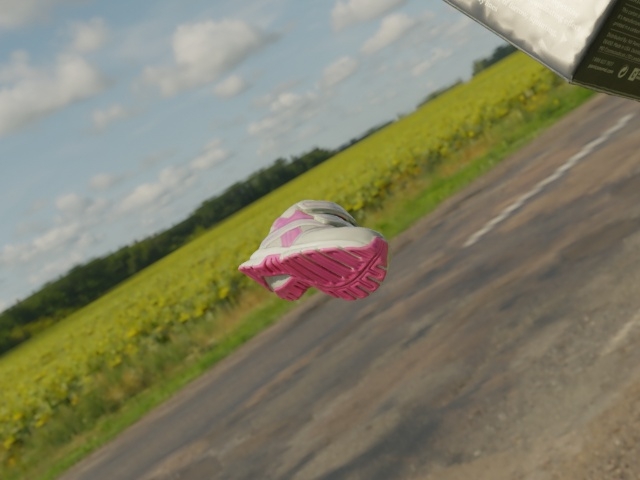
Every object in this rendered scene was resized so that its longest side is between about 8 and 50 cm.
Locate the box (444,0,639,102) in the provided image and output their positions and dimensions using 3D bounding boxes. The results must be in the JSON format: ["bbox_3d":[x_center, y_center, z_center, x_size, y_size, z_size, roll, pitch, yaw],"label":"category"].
[{"bbox_3d":[0.349,-0.421,1.331,0.212,0.293,0.395,0,-55,-48],"label":"box"}]

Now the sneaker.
[{"bbox_3d":[0.000,0.000,1.269,0.252,0.103,0.111,-4,55,55],"label":"sneaker"}]
